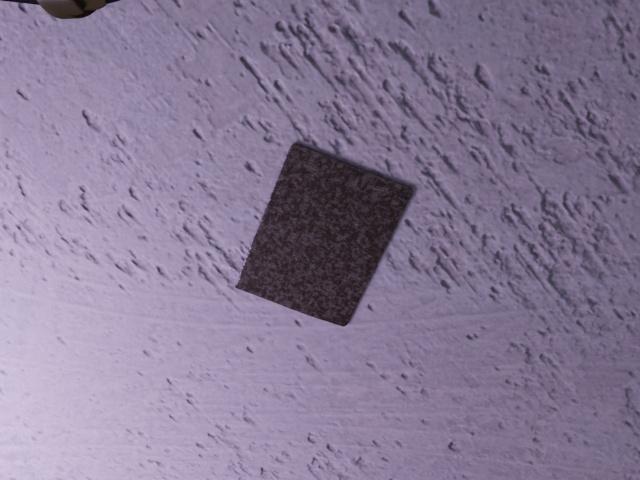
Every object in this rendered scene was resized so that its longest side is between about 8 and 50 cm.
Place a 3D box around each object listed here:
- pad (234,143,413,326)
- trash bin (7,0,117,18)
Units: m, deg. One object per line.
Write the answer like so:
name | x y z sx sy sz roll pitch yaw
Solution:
pad | 0.000 0.000 1.369 0.158 0.003 0.235 21 124 -4
trash bin | -0.293 -0.327 1.080 0.334 0.214 0.214 3 124 13
